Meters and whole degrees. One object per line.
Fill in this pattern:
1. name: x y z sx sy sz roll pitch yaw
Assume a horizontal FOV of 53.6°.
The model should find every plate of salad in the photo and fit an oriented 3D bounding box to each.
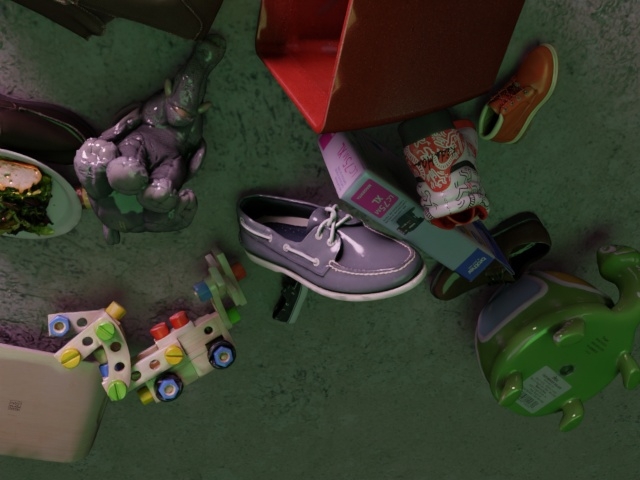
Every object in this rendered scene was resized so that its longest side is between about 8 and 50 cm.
1. plate of salad: -0.439 -0.053 0.886 0.199 0.048 0.200 0 144 0

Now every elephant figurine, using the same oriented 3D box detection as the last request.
1. elephant figurine: -0.213 -0.134 0.855 0.185 0.240 0.169 1 146 20

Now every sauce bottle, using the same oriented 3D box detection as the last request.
1. sauce bottle: -0.293 -0.072 0.933 0.128 0.042 0.042 -6 125 -4

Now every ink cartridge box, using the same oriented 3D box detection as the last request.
1. ink cartridge box: 0.141 -0.052 0.943 0.311 0.186 0.065 28 114 -27

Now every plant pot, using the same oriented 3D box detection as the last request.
1. plant pot: 0.089 -0.294 0.735 0.235 0.267 0.267 -1 125 -23

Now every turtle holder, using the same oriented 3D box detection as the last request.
1. turtle holder: 0.408 0.147 1.108 0.243 0.228 0.321 8 122 -15

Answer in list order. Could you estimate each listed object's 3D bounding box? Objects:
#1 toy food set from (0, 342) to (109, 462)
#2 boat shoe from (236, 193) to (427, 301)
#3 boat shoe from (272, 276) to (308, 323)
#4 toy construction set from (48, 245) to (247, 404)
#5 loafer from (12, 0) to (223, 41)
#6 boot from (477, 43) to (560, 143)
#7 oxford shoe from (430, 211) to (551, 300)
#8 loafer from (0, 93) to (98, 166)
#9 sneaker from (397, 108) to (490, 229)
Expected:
1. toy food set: -0.524 0.258 1.103 0.305 0.092 0.220 16 108 -22
2. boat shoe: 0.000 0.000 0.909 0.116 0.319 0.099 -46 134 -33
3. boat shoe: -0.049 0.089 1.090 0.040 0.049 0.142 8 125 -15
4. toy construction set: -0.256 0.146 1.040 0.327 0.151 0.215 -27 101 -2
5. loafer: -0.285 -0.291 0.726 0.365 0.134 0.130 3 123 -13
6. boot: 0.287 -0.212 0.923 0.084 0.059 0.158 -5 129 -36
7. oxford shoe: 0.292 0.044 1.096 0.227 0.096 0.083 -36 125 16
8. loafer: -0.409 -0.144 0.838 0.219 0.078 0.080 16 120 -20
9. sneaker: 0.178 -0.090 0.869 0.090 0.270 0.145 -18 88 20
